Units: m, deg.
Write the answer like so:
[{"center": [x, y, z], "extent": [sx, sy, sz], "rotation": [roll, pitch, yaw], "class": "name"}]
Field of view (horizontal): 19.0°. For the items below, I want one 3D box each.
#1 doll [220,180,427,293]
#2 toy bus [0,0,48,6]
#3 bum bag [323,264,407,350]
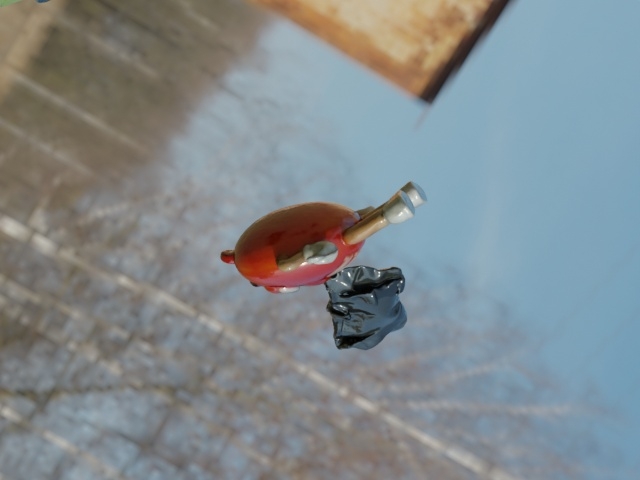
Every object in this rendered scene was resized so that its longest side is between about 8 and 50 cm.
[{"center": [0.000, 0.000, 1.917], "extent": [0.217, 0.085, 0.183], "rotation": [-19, -174, 12], "class": "doll"}, {"center": [-0.316, -0.297, 1.819], "extent": [0.262, 0.128, 0.150], "rotation": [-29, 172, -46], "class": "toy bus"}, {"center": [0.050, 0.073, 2.037], "extent": [0.197, 0.087, 0.049], "rotation": [80, -5, -65], "class": "bum bag"}]
